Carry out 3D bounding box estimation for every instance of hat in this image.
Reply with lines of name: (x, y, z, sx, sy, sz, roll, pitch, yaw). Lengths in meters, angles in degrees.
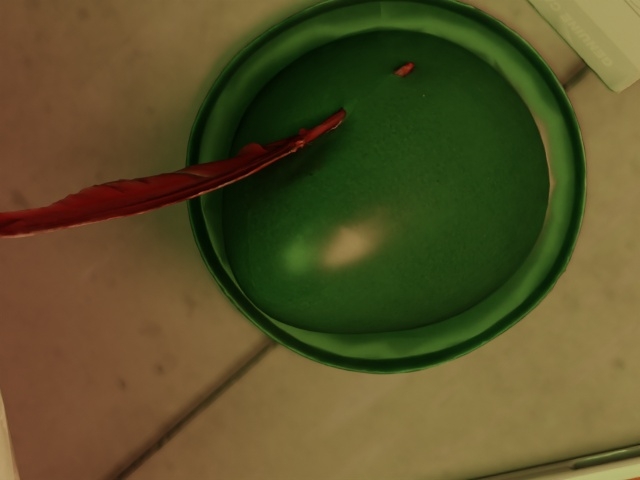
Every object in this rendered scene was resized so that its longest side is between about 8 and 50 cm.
hat: (0.000, 0.000, 0.663, 0.208, 0.183, 0.173, -24, 98, 15)

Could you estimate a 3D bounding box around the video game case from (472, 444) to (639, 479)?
video game case: (0.205, 0.181, 0.750, 0.285, 0.025, 0.204, -14, 100, 14)

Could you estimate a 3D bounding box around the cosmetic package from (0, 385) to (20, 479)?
cosmetic package: (-0.298, 0.109, 0.594, 0.329, 0.327, 0.394, -16, 106, -24)

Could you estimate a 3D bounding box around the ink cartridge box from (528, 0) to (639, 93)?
ink cartridge box: (0.130, -0.185, 0.630, 0.189, 0.066, 0.232, 47, 150, -2)
